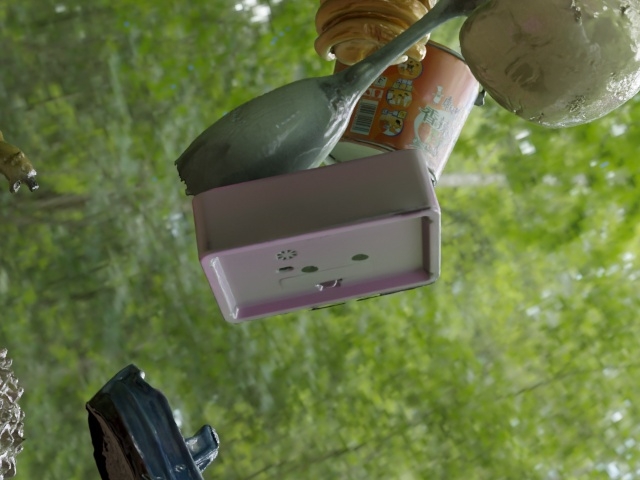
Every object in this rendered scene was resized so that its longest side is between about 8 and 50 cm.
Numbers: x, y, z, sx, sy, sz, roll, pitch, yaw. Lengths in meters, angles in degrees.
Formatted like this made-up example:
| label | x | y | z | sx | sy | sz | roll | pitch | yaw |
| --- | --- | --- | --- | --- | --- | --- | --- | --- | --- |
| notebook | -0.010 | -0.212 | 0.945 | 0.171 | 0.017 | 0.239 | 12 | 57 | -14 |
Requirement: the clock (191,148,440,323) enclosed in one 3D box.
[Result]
| label | x | y | z | sx | sy | sz | roll | pitch | yaw |
| --- | --- | --- | --- | --- | --- | --- | --- | --- | --- |
| clock | 0.000 | 0.000 | 1.015 | 0.150 | 0.197 | 0.063 | 78 | 1 | -63 |

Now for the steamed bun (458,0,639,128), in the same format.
| label | x | y | z | sx | sy | sz | roll | pitch | yaw |
| --- | --- | --- | --- | --- | --- | --- | --- | --- | --- |
| steamed bun | 0.154 | -0.118 | 0.724 | 0.112 | 0.130 | 0.091 | -45 | -114 | 37 |

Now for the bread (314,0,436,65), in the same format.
| label | x | y | z | sx | sy | sz | roll | pitch | yaw |
| --- | --- | --- | --- | --- | --- | --- | --- | --- | --- |
| bread | 0.092 | -0.384 | 1.775 | 0.173 | 0.311 | 0.121 | 1 | -43 | 16 |

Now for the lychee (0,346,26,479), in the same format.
| label | x | y | z | sx | sy | sz | roll | pitch | yaw |
| --- | --- | --- | --- | --- | --- | --- | --- | --- | --- |
| lychee | -0.562 | 0.189 | 1.416 | 0.432 | 0.380 | 0.380 | 32 | -24 | -25 |

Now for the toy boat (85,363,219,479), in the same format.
| label | x | y | z | sx | sy | sz | roll | pitch | yaw |
| --- | --- | --- | --- | --- | --- | --- | --- | --- | --- |
| toy boat | -0.177 | 0.285 | 1.440 | 0.309 | 0.142 | 0.129 | 61 | -39 | 20 |

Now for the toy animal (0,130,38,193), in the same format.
| label | x | y | z | sx | sy | sz | roll | pitch | yaw |
| --- | --- | --- | --- | --- | --- | --- | --- | --- | --- |
| toy animal | -0.392 | -0.108 | 1.326 | 0.218 | 0.101 | 0.103 | 45 | -28 | 51 |

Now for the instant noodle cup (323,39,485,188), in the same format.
| label | x | y | z | sx | sy | sz | roll | pitch | yaw |
| --- | --- | --- | --- | --- | --- | --- | --- | --- | --- |
| instant noodle cup | 0.127 | -0.222 | 2.148 | 0.296 | 0.296 | 0.214 | -2 | -117 | 55 |

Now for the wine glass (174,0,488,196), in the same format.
| label | x | y | z | sx | sy | sz | roll | pitch | yaw |
| --- | --- | --- | --- | --- | --- | --- | --- | --- | --- |
| wine glass | -0.033 | -0.197 | 1.074 | 0.264 | 0.309 | 0.096 | 55 | 7 | 12 |
